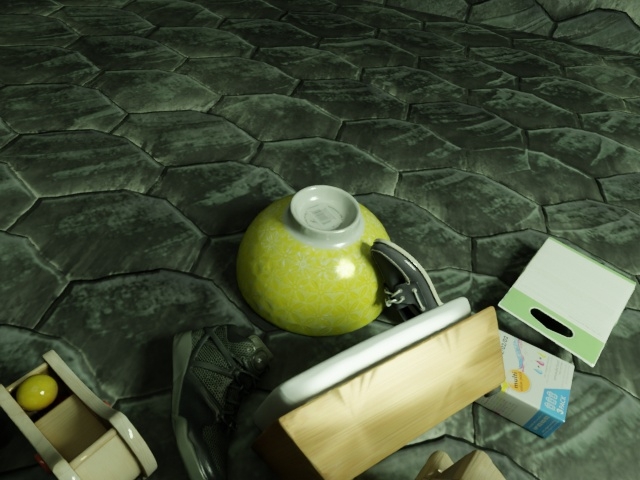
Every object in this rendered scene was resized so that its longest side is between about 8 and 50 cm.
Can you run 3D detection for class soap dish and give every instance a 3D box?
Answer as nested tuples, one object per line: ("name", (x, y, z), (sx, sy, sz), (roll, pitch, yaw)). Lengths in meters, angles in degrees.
("soap dish", (0.067, 0.197, 0.578), (0.291, 0.229, 0.118), (-20, 69, -25))

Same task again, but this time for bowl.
("bowl", (0.000, 0.000, 0.797), (0.289, 0.156, 0.289), (4, 45, -4))

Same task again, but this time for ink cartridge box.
("ink cartridge box", (0.433, 0.108, 0.829), (0.171, 0.056, 0.235), (35, 54, 24))
("ink cartridge box", (0.275, 0.200, 0.709), (0.181, 0.061, 0.104), (25, 47, 16))

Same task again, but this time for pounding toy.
("pounding toy", (-0.284, 0.253, 0.506), (0.269, 0.154, 0.155), (33, 50, 23))

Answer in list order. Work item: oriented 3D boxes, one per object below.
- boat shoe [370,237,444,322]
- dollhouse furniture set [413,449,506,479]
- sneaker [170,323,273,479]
("boat shoe", (0.137, 0.087, 0.733), (0.065, 0.075, 0.206), (-45, 109, -21))
("dollhouse furniture set", (0.246, 0.390, 0.331), (0.256, 0.362, 0.394), (-36, 90, -37))
("sneaker", (-0.124, 0.203, 0.615), (0.130, 0.087, 0.227), (-18, 44, 0))
